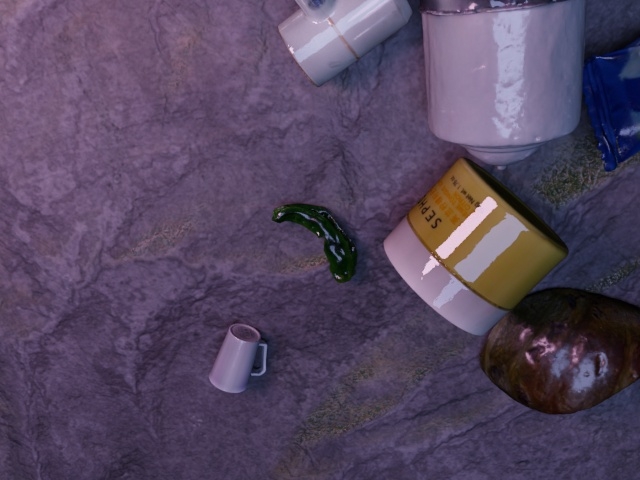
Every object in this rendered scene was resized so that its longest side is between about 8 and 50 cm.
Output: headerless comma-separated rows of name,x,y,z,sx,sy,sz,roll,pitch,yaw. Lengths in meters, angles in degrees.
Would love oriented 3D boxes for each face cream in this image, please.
face cream,0.237,0.006,0.958,0.218,0.218,0.179,36,109,-14

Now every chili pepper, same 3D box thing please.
chili pepper,0.003,-0.005,1.052,0.073,0.050,0.182,-38,106,24

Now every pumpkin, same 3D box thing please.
pumpkin,0.433,0.183,1.077,0.312,0.148,0.169,-32,114,11

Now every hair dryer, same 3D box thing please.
hair dryer,-0.024,-0.351,0.777,0.173,0.107,0.357,-34,148,14

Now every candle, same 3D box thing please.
candle,0.249,-0.244,0.843,0.222,0.221,0.342,-7,114,5

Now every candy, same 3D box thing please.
candy,0.527,-0.259,0.898,0.331,0.077,0.187,-30,114,2

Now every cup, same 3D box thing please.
cup,-0.143,0.220,1.155,0.104,0.074,0.116,10,112,-29
